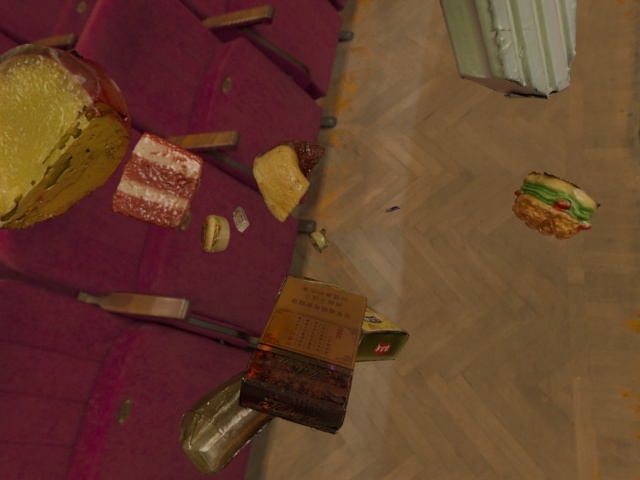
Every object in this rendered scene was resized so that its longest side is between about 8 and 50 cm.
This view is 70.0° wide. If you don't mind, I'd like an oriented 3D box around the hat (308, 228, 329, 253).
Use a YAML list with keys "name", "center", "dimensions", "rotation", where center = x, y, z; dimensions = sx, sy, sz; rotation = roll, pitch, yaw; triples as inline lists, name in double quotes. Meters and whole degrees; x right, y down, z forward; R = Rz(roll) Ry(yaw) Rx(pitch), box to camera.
- name: "hat"
  center: [0.000, 0.000, 1.612]
  dimensions: [0.059, 0.077, 0.076]
  rotation: [-24, 20, -9]

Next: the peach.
- name: "peach"
  center: [-0.251, -0.094, 0.436]
  dimensions: [0.127, 0.092, 0.172]
  rotation: [21, 99, 7]

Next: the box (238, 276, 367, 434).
- name: "box"
  center: [-0.031, 0.291, 1.245]
  dimensions: [0.265, 0.115, 0.415]
  rotation: [15, 36, 3]

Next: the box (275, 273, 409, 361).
- name: "box"
  center: [0.087, 0.303, 1.794]
  dimensions: [0.420, 0.373, 0.138]
  rotation: [33, 98, 36]

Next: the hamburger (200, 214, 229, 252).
- name: "hamburger"
  center: [-0.347, -0.021, 1.488]
  dimensions: [0.141, 0.082, 0.126]
  rotation: [40, 121, 51]

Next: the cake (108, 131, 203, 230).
- name: "cake"
  center: [-0.607, -0.219, 1.750]
  dimensions: [0.319, 0.270, 0.269]
  rotation: [-70, 17, 0]

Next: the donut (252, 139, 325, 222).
- name: "donut"
  center: [-0.082, -0.204, 1.221]
  dimensions: [0.112, 0.151, 0.295]
  rotation: [-32, 25, 34]

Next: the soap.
- name: "soap"
  center: [0.394, -0.511, 0.966]
  dimensions: [0.261, 0.445, 0.156]
  rotation: [-32, 23, -19]

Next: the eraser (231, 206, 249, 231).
- name: "eraser"
  center: [-0.343, -0.091, 1.954]
  dimensions: [0.052, 0.029, 0.122]
  rotation: [-45, 44, 14]

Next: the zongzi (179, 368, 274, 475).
- name: "zongzi"
  center: [-0.259, 0.491, 1.373]
  dimensions: [0.356, 0.393, 0.174]
  rotation: [-35, 92, -24]

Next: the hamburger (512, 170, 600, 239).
- name: "hamburger"
  center: [0.687, -0.090, 1.366]
  dimensions: [0.237, 0.237, 0.148]
  rotation: [34, 93, 32]

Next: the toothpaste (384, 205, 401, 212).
- name: "toothpaste"
  center: [0.286, -0.124, 1.820]
  dimensions: [0.083, 0.024, 0.015]
  rotation: [-17, 52, 62]
